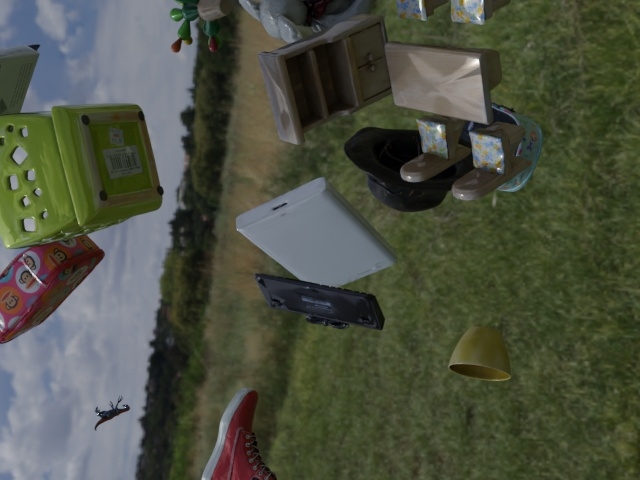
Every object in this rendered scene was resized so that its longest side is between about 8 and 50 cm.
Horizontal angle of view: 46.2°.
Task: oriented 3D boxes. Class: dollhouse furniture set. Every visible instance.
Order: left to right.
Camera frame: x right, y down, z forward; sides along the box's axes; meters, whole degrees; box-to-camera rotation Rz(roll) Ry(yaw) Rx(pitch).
[{"bbox_3d":[0.115,-0.272,1.302,0.394,0.256,0.362,25,138,49],"label":"dollhouse furniture set"}]

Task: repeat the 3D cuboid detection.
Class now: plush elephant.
[{"bbox_3d":[-0.037,-0.558,1.760,0.272,0.255,0.330,36,112,32],"label":"plush elephant"}]

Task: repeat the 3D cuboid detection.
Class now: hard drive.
[{"bbox_3d":[0.000,0.000,1.527,0.307,0.203,0.040,42,-148,-47],"label":"hard drive"}]

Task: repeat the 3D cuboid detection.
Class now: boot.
[{"bbox_3d":[-0.146,0.463,1.663,0.088,0.176,0.244,27,-101,-58],"label":"boot"}]

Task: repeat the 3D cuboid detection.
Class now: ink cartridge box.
[{"bbox_3d":[-0.618,-0.267,1.452,0.223,0.045,0.224,-62,0,21],"label":"ink cartridge box"}]

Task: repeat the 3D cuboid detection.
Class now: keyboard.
[{"bbox_3d":[0.001,0.088,1.045,0.023,0.180,0.108,-64,-29,-32],"label":"keyboard"}]

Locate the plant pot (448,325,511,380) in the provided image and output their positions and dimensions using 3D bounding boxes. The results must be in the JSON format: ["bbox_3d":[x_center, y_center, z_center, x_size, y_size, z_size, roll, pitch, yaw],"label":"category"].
[{"bbox_3d":[0.352,0.242,1.636,0.134,0.134,0.095,110,174,-69],"label":"plant pot"}]

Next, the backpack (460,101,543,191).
[{"bbox_3d":[0.471,-0.248,2.008,0.253,0.191,0.225,40,117,54],"label":"backpack"}]

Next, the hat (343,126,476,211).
[{"bbox_3d":[0.207,-0.141,1.693,0.331,0.331,0.134,-95,11,-59],"label":"hat"}]

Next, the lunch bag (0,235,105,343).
[{"bbox_3d":[-0.663,0.100,1.800,0.293,0.120,0.258,-44,0,16],"label":"lunch bag"}]

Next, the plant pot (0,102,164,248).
[{"bbox_3d":[-0.412,-0.121,1.289,0.228,0.207,0.227,-21,-80,-61],"label":"plant pot"}]

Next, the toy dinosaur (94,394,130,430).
[{"bbox_3d":[-0.509,0.423,1.839,0.047,0.082,0.090,-11,67,57],"label":"toy dinosaur"}]

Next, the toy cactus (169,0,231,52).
[{"bbox_3d":[-0.263,-0.473,1.553,0.112,0.180,0.219,-56,-48,-26],"label":"toy cactus"}]
